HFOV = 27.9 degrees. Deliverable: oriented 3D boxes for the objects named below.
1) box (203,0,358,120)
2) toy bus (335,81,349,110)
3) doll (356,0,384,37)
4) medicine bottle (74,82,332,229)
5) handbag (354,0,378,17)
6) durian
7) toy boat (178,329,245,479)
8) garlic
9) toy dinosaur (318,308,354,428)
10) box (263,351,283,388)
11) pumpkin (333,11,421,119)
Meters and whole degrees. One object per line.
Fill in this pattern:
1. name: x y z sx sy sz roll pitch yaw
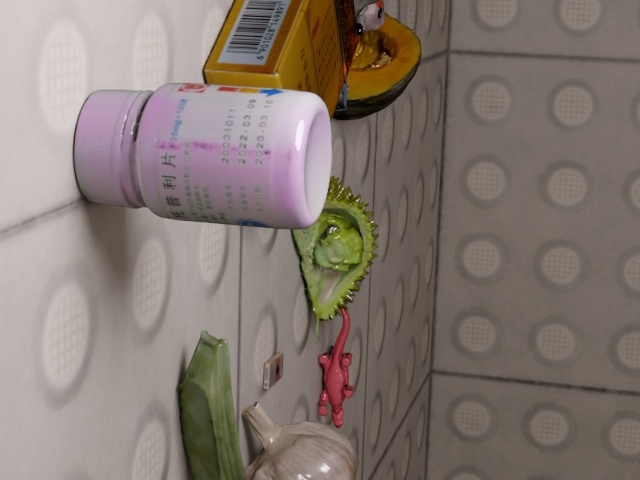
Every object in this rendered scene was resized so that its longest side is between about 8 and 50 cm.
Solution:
1. box: -0.046 -0.283 1.944 0.264 0.116 0.415 79 21 -46
2. toy bus: 0.013 -0.289 2.304 0.123 0.060 0.075 63 30 -61
3. doll: 0.077 -0.471 2.417 0.149 0.095 0.192 -128 -138 -84
4. medicine bottle: -0.124 -0.093 1.392 0.152 0.255 0.152 4 90 -76
5. handbag: 0.043 -0.480 2.230 0.182 0.117 0.270 -44 144 -26
6. durian: 0.007 -0.001 2.363 0.169 0.157 0.355 -33 137 -26
7. toy boat: -0.150 0.262 1.778 0.055 0.093 0.293 -32 129 -41
8. garlic: -0.057 0.352 2.080 0.212 0.218 0.218 55 19 -3
9. toy dinosaur: 0.034 0.235 2.602 0.139 0.070 0.286 -67 157 -80
10. box: -0.080 0.221 2.201 0.083 0.012 0.046 -29 121 -72
11. pumpkin: 0.123 -0.322 2.508 0.148 0.169 0.312 76 23 -46
